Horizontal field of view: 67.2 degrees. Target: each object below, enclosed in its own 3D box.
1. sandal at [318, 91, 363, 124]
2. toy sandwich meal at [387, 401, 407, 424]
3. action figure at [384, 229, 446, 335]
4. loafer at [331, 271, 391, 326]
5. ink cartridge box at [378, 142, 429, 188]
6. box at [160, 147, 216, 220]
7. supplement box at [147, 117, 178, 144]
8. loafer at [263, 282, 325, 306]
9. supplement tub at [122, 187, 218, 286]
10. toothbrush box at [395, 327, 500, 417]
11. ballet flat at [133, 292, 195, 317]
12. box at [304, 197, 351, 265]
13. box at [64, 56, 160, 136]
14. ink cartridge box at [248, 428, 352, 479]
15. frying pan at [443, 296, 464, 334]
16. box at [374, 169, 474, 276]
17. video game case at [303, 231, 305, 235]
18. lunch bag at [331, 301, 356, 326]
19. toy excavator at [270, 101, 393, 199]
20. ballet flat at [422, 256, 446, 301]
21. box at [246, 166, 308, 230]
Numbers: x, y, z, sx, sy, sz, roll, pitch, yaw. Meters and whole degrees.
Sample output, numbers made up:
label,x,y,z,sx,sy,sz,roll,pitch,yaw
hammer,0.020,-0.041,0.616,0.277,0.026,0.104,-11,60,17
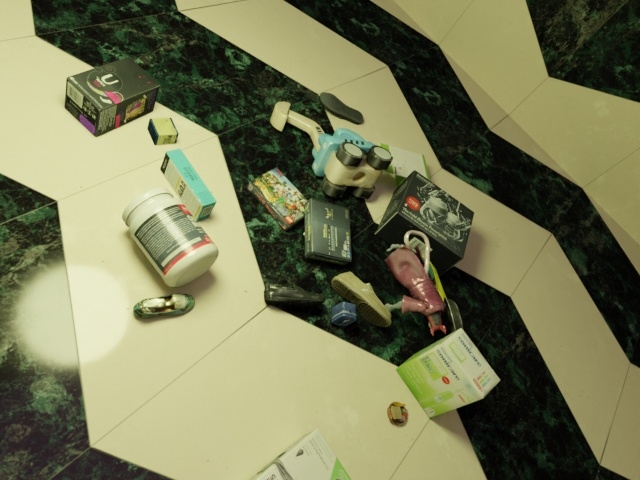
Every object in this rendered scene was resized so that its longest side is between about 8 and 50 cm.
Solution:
label,x,y,z,sx,sy,sz,roll,pitch,yaw
sandal,0.094,-0.630,2.349,0.255,0.054,0.097,25,57,-26
toy sandwich meal,0.263,0.582,1.630,0.086,0.029,0.085,15,53,-21
action figure,0.399,0.182,1.828,0.248,0.275,0.370,0,52,-35
loafer,0.166,0.209,1.780,0.268,0.102,0.092,42,54,2
ink cartridge box,0.376,-0.338,2.278,0.255,0.097,0.188,11,55,-22
box,-0.465,-0.195,1.688,0.060,0.100,0.244,-26,75,-41
supplement box,-0.585,-0.406,1.789,0.083,0.056,0.083,-14,68,-36
loafer,-0.087,0.185,1.665,0.223,0.076,0.078,7,64,-22
supplement tub,-0.466,-0.009,1.499,0.191,0.191,0.272,-32,79,-40
toothbrush box,0.425,0.456,1.641,0.122,0.283,0.206,-25,75,-39
ballet flat,-0.463,0.192,1.450,0.188,0.070,0.070,-12,66,-36
box,0.028,-0.032,1.859,0.183,0.059,0.232,14,61,-29
box,-0.739,-0.516,1.717,0.165,0.143,0.270,43,48,2
ink cartridge box,-0.069,0.684,1.310,0.273,0.115,0.198,-26,75,-39
frying pan,0.510,0.369,1.791,0.053,0.197,0.326,-12,69,6
box,0.458,-0.077,2.092,0.343,0.179,0.312,34,47,-6
video game case,0.000,0.000,1.885,0.122,0.011,0.087,50,49,8
lunch bag,0.084,0.263,1.697,0.067,0.098,0.065,19,54,-25
toy excavator,0.030,-0.410,2.082,0.433,0.222,0.445,2,45,-29
ballet flat,0.468,0.177,2.003,0.077,0.077,0.231,2,63,-45
box,-0.154,-0.164,1.884,0.233,0.044,0.159,48,48,6
